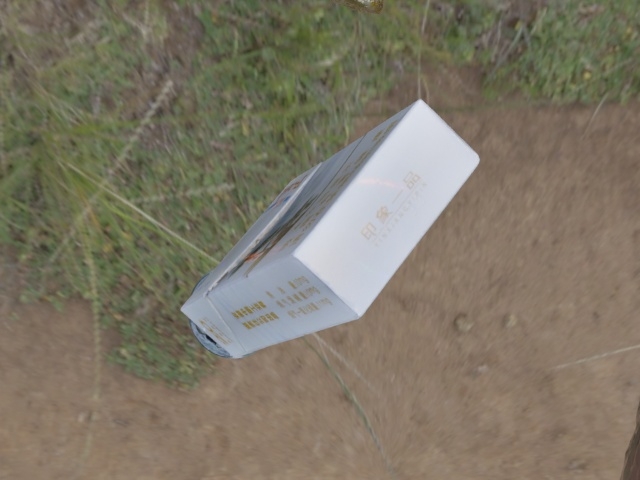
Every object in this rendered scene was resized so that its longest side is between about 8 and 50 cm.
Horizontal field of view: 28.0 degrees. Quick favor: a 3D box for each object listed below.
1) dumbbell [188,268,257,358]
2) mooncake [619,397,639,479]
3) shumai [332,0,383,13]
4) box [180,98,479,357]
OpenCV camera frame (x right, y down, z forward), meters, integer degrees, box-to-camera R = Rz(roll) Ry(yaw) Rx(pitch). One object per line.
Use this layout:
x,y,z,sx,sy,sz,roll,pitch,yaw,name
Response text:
-0.062,0.057,1.159,0.082,0.254,0.081,1,94,14,dumbbell
0.375,0.140,1.145,0.174,0.325,0.333,14,43,11,mooncake
0.030,-0.361,1.728,0.123,0.139,0.105,15,86,-30,shumai
0.000,0.000,0.921,0.067,0.233,0.149,46,65,-8,box
